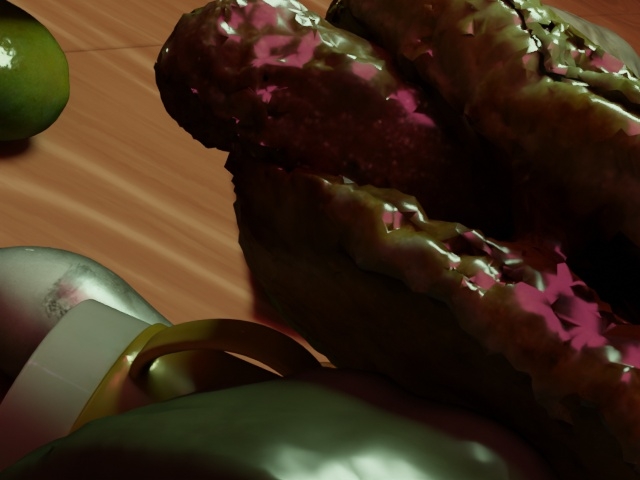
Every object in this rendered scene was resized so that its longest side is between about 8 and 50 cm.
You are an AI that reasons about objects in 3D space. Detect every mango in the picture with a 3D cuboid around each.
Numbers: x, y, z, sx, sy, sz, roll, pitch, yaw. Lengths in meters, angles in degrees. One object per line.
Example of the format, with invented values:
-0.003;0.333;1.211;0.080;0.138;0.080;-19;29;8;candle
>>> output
-0.280;-0.145;1.350;0.191;0.085;0.122;21;61;-40;mango

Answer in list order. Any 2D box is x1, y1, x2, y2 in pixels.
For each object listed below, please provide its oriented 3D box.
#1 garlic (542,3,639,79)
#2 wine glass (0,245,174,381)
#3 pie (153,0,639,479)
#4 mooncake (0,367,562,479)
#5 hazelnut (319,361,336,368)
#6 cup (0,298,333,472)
0.182;-0.073;1.514;0.317;0.259;0.317;16;66;-42;garlic
-0.181;0.048;1.141;0.222;0.103;0.103;32;27;4;wine glass
0.115;0.046;0.909;0.395;0.180;0.418;36;-13;24;pie
-0.012;0.233;0.743;0.356;0.356;0.194;44;25;22;mooncake
0.003;0.128;1.223;0.086;0.086;0.086;24;28;-14;hazelnut
-0.067;0.129;0.992;0.226;0.241;0.185;28;40;7;cup
